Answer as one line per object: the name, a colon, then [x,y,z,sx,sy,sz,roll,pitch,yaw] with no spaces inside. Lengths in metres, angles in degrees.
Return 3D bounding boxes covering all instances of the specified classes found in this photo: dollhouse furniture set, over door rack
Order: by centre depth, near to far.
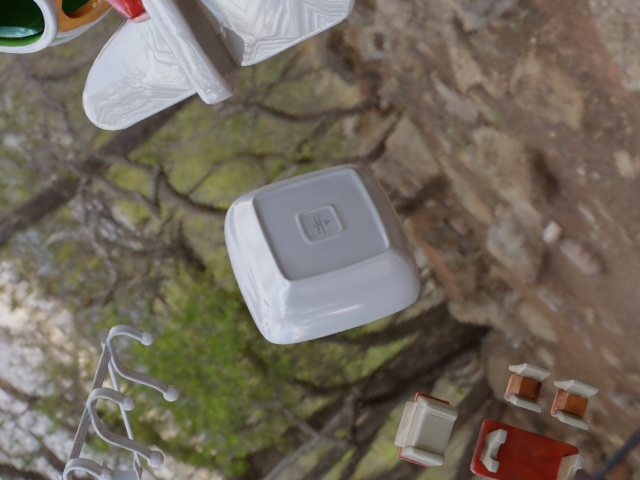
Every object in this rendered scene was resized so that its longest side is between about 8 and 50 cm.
over door rack: [-0.258,0.302,1.573,0.108,0.240,0.324,10,132,0]
dollhouse furniture set: [0.250,0.305,1.777,0.259,0.262,0.135,19,173,-4]

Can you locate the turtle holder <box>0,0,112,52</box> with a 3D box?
turtle holder: [-0.348,-0.331,1.264,0.320,0.228,0.243,21,146,-19]

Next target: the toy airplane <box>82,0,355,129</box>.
toy airplane: [-0.140,-0.258,0.712,0.384,0.386,0.272,114,153,-45]

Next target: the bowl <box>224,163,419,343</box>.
bowl: [0.000,0.000,0.964,0.053,0.142,0.142,89,162,-55]
